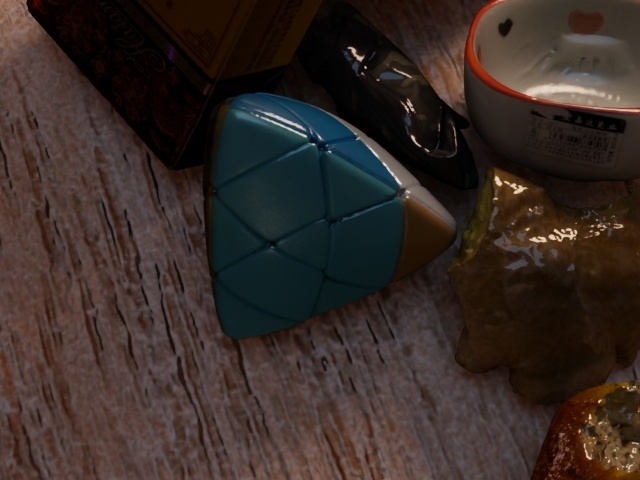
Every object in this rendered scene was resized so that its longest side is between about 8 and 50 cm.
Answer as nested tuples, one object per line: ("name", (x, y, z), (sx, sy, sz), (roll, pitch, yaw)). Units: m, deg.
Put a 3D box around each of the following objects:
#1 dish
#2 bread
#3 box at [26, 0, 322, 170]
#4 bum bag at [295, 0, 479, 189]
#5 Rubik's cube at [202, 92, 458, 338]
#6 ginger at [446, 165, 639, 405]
("dish", (0.255, -0.139, 1.301), (0.256, 0.117, 0.256), (0, 38, 0))
("bread", (0.205, 0.287, 1.096), (0.109, 0.185, 0.380), (32, 67, -12))
("box", (-0.111, -0.299, 1.257), (0.115, 0.415, 0.264), (-23, 62, -45))
("bum bag", (0.039, -0.168, 1.336), (0.095, 0.144, 0.340), (-45, 71, 5))
("Rubik's cube", (0.000, 0.000, 1.241), (0.254, 0.254, 0.255), (0, 65, 1))
("ginger", (0.248, 0.050, 1.239), (0.270, 0.123, 0.219), (15, 90, -2))
